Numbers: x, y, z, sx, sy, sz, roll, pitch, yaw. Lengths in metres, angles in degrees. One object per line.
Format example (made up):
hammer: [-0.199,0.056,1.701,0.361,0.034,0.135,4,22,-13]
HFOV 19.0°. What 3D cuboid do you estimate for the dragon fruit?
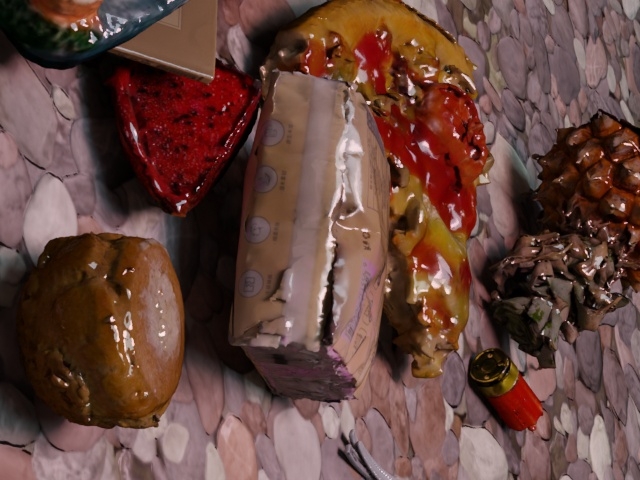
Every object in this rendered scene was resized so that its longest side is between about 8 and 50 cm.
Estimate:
dragon fruit: [-0.132,-0.092,1.653,0.161,0.121,0.127,-62,176,-24]

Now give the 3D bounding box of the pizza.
pizza: [0.106,-0.062,2.015,0.440,0.130,0.406,-7,82,-62]

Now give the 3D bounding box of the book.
book: [-0.175,-0.217,1.591,0.199,0.016,0.138,16,59,-27]

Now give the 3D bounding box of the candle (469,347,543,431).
candle: [0.220,0.179,2.193,0.130,0.052,0.052,52,37,-40]

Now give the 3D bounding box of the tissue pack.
tissue pack: [0.000,0.000,1.720,0.215,0.123,0.256,66,32,-70]

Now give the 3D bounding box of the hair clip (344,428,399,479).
hair clip: [0.061,0.230,1.895,0.115,0.039,0.030,51,32,-35]

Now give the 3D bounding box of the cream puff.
cream puff: [-0.171,0.069,1.458,0.165,0.115,0.150,-70,145,-60]

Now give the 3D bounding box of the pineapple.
pineapple: [0.302,0.022,2.293,0.272,0.262,0.262,-45,120,-32]

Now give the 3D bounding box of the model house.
model house: [-0.129,-0.301,1.469,0.253,0.291,0.184,-33,85,-42]
